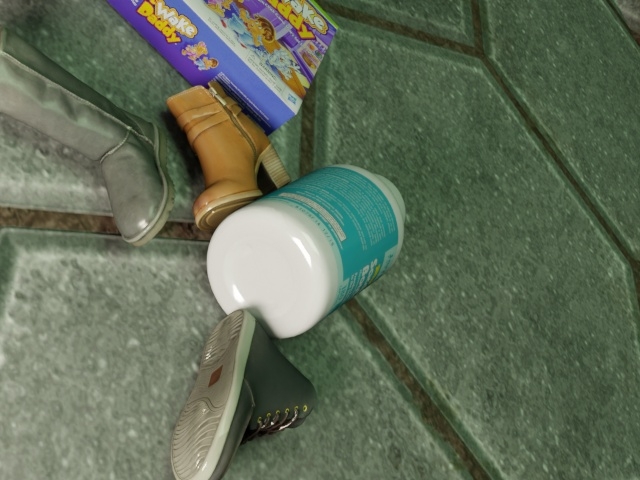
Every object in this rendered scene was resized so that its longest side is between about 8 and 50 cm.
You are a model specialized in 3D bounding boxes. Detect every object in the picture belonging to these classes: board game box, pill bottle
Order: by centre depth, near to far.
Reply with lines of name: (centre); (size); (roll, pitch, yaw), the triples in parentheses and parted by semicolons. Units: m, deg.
pill bottle: (0.000, 0.000, 1.383); (0.146, 0.146, 0.264); (57, 34, 1)
board game box: (-0.146, -0.312, 1.528); (0.347, 0.078, 0.233); (44, 35, -18)

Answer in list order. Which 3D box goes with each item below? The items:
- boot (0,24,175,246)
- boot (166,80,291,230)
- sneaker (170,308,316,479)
boot: (-0.244, -0.105, 1.229); (0.208, 0.076, 0.189); (38, 23, -37)
boot: (-0.123, -0.098, 1.387); (0.152, 0.073, 0.197); (55, 24, 0)
sneaker: (-0.064, 0.172, 1.212); (0.118, 0.083, 0.222); (42, 35, -21)
